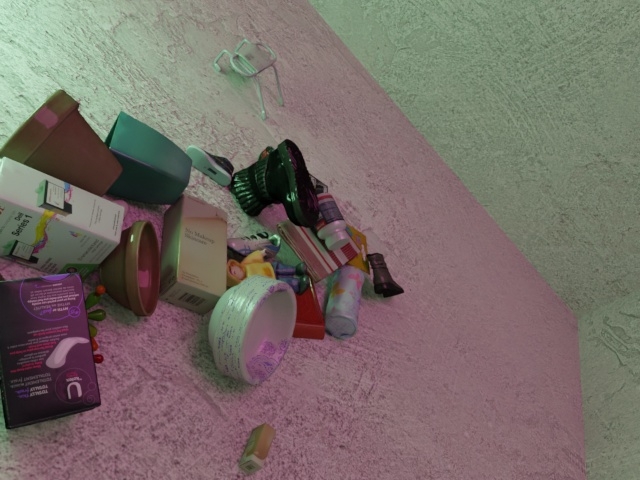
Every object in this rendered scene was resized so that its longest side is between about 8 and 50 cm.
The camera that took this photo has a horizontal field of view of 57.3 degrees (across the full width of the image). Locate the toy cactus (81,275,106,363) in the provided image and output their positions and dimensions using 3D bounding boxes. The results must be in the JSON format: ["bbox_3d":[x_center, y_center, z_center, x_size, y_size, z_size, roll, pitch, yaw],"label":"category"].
[{"bbox_3d":[-0.566,0.171,1.304,0.180,0.112,0.219,4,66,-37],"label":"toy cactus"}]

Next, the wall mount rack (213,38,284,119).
[{"bbox_3d":[-0.264,-0.674,2.409,0.304,0.130,0.350,44,35,-8],"label":"wall mount rack"}]

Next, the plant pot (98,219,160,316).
[{"bbox_3d":[-0.472,0.069,1.439,0.110,0.237,0.237,-2,51,-4],"label":"plant pot"}]

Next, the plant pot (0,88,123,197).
[{"bbox_3d":[-0.618,-0.190,1.413,0.229,0.263,0.263,42,35,-22],"label":"plant pot"}]

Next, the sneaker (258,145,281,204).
[{"bbox_3d":[-0.146,-0.235,2.165,0.125,0.104,0.262,25,43,-39],"label":"sneaker"}]

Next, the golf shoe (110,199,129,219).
[{"bbox_3d":[-0.556,-0.074,1.537,0.069,0.086,0.176,49,32,-4],"label":"golf shoe"}]

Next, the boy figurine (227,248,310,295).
[{"bbox_3d":[-0.181,0.100,1.778,0.285,0.092,0.177,8,57,-29],"label":"boy figurine"}]

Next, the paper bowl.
[{"bbox_3d":[-0.192,0.230,1.573,0.148,0.284,0.284,16,25,23],"label":"paper bowl"}]

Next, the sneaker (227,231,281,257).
[{"bbox_3d":[-0.217,0.007,1.860,0.085,0.086,0.237,29,13,33],"label":"sneaker"}]

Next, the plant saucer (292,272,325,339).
[{"bbox_3d":[-0.094,0.188,1.896,0.259,0.048,0.258,15,49,-44],"label":"plant saucer"}]

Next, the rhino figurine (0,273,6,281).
[{"bbox_3d":[-0.726,0.076,1.206,0.243,0.073,0.106,38,39,-25],"label":"rhino figurine"}]

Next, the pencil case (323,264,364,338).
[{"bbox_3d":[0.089,0.211,2.037,0.124,0.113,0.273,46,33,-27],"label":"pencil case"}]

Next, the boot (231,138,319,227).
[{"bbox_3d":[-0.154,-0.140,1.929,0.131,0.260,0.348,32,35,-47],"label":"boot"}]

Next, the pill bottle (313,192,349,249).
[{"bbox_3d":[0.026,-0.063,2.009,0.108,0.108,0.180,0,58,-51],"label":"pill bottle"}]

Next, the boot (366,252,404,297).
[{"bbox_3d":[0.252,0.129,2.265,0.246,0.083,0.161,29,46,-64],"label":"boot"}]

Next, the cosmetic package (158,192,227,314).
[{"bbox_3d":[-0.357,0.036,1.655,0.160,0.113,0.309,25,43,-35],"label":"cosmetic package"}]

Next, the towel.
[{"bbox_3d":[0.000,0.000,2.048,0.237,0.037,0.329,55,33,4],"label":"towel"}]

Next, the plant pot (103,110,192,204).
[{"bbox_3d":[-0.491,-0.206,1.638,0.234,0.166,0.165,24,43,-27],"label":"plant pot"}]

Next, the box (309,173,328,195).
[{"bbox_3d":[-0.052,-0.187,2.289,0.184,0.045,0.190,32,39,-25],"label":"box"}]

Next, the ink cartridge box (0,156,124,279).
[{"bbox_3d":[-0.620,-0.036,1.316,0.278,0.201,0.117,26,42,-35],"label":"ink cartridge box"}]

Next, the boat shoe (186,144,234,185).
[{"bbox_3d":[-0.369,-0.265,1.963,0.183,0.065,0.083,42,32,-27],"label":"boat shoe"}]

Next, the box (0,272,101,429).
[{"bbox_3d":[-0.547,0.216,1.156,0.165,0.143,0.270,-6,75,-32],"label":"box"}]

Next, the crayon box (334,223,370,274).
[{"bbox_3d":[0.045,0.010,2.194,0.318,0.081,0.202,29,41,-31],"label":"crayon box"}]

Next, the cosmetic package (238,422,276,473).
[{"bbox_3d":[-0.160,0.529,1.493,0.041,0.060,0.115,43,33,-15],"label":"cosmetic package"}]
